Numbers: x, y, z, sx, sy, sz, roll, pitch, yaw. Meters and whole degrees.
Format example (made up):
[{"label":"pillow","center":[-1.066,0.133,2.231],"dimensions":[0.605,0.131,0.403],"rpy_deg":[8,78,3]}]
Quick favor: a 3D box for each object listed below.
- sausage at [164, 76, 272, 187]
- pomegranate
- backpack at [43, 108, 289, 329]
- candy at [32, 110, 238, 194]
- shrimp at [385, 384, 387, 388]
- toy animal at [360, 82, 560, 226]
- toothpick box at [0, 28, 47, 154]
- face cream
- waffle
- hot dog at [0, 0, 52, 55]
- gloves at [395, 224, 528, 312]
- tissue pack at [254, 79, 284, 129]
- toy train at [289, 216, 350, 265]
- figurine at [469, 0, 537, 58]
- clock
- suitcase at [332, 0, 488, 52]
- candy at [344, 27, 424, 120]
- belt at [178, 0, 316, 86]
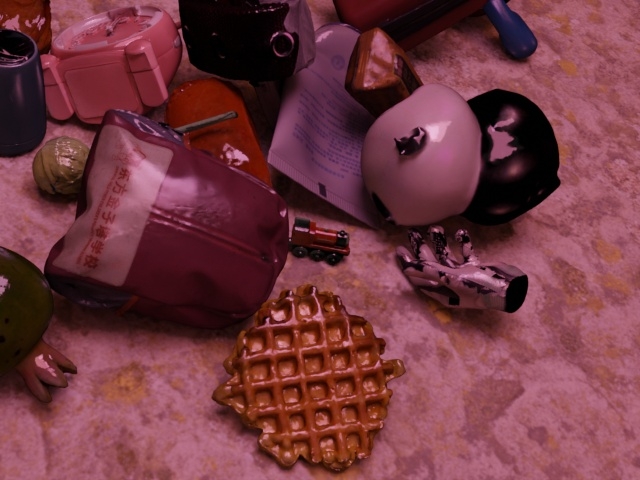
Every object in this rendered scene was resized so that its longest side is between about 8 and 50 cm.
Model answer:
[{"label":"sausage","center":[-0.166,-0.146,1.481],"dimensions":[0.141,0.153,0.268],"rpy_deg":[-21,54,0]},{"label":"pomegranate","center":[-0.413,0.115,1.181],"dimensions":[0.225,0.187,0.187],"rpy_deg":[44,46,-14]},{"label":"backpack","center":[-0.203,-0.012,1.311],"dimensions":[0.317,0.197,0.283],"rpy_deg":[20,82,-13]},{"label":"candy","center":[-0.284,-0.145,1.406],"dimensions":[0.335,0.093,0.092],"rpy_deg":[-15,29,8]},{"label":"shrimp","center":[0.039,0.161,1.338],"dimensions":[0.065,0.056,0.165],"rpy_deg":[-21,67,-13]},{"label":"toy animal","center":[0.217,-0.134,1.519],"dimensions":[0.310,0.251,0.251],"rpy_deg":[-12,54,-28]},{"label":"toothpick box","center":[-0.493,-0.236,1.445],"dimensions":[0.120,0.184,0.120],"rpy_deg":[9,47,-10]},{"label":"face cream","center":[0.026,-0.230,1.628],"dimensions":[0.234,0.137,0.420],"rpy_deg":[31,43,-27]},{"label":"waffle","center":[-0.011,0.191,1.258],"dimensions":[0.237,0.059,0.243],"rpy_deg":[34,69,-1]},{"label":"hot dog","center":[-0.596,-0.359,1.571],"dimensions":[0.272,0.122,0.196],"rpy_deg":[-7,51,-9]},{"label":"gloves","center":[0.213,0.054,1.458],"dimensions":[0.212,0.111,0.127],"rpy_deg":[13,45,36]},{"label":"tissue pack","center":[-0.080,-0.294,1.666],"dimensions":[0.051,0.112,0.156],"rpy_deg":[-8,46,14]},{"label":"toy train","center":[0.000,0.000,1.462],"dimensions":[0.103,0.064,0.044],"rpy_deg":[12,46,-6]},{"label":"figurine","center":[0.358,-0.592,1.996],"dimensions":[0.243,0.298,0.416],"rpy_deg":[27,38,-41]},{"label":"clock","center":[-0.345,-0.311,1.583],"dimensions":[0.227,0.142,0.241],"rpy_deg":[-6,36,13]},{"label":"suitcase","center":[0.167,-0.508,1.817],"dimensions":[0.297,0.161,0.236],"rpy_deg":[-27,54,11]},{"label":"candy","center":[0.132,-0.257,1.611],"dimensions":[0.101,0.271,0.143],"rpy_deg":[-4,66,29]},{"label":"belt","center":[-0.122,-0.340,1.534],"dimensions":[0.184,0.164,0.289],"rpy_deg":[-19,28,-23]}]
